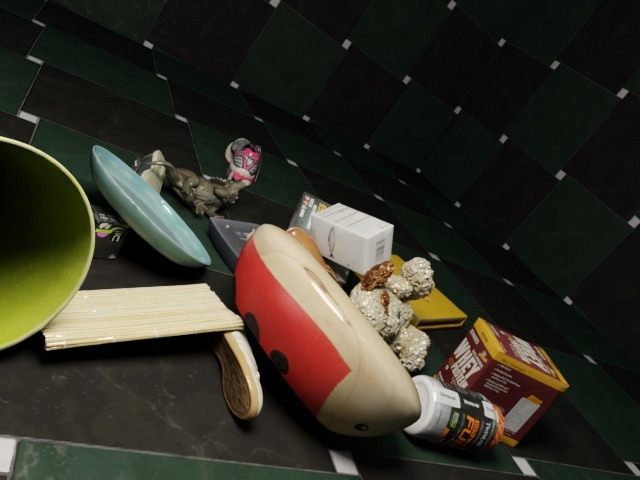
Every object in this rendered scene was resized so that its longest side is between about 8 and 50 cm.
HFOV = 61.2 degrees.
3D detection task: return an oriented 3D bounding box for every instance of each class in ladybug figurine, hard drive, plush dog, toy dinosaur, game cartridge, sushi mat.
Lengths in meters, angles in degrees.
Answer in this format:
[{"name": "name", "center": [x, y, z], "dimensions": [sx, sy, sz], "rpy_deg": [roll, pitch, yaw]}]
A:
[{"name": "ladybug figurine", "center": [-0.015, 0.157, 0.942], "dimensions": [0.449, 0.162, 0.305], "rpy_deg": [49, -6, 28]}, {"name": "hard drive", "center": [-0.149, 0.043, 1.263], "dimensions": [0.172, 0.054, 0.254], "rpy_deg": [7, 31, -48]}, {"name": "plush dog", "center": [0.129, 0.157, 1.212], "dimensions": [0.211, 0.262, 0.225], "rpy_deg": [4, -6, 29]}, {"name": "toy dinosaur", "center": [-0.316, -0.128, 1.380], "dimensions": [0.314, 0.121, 0.160], "rpy_deg": [11, 17, -41]}, {"name": "game cartridge", "center": [0.249, 0.145, 1.621], "dimensions": [0.285, 0.052, 0.324], "rpy_deg": [8, 28, -48]}, {"name": "sushi mat", "center": [-0.285, 0.112, 0.858], "dimensions": [0.317, 0.019, 0.151], "rpy_deg": [1, 21, -43]}]

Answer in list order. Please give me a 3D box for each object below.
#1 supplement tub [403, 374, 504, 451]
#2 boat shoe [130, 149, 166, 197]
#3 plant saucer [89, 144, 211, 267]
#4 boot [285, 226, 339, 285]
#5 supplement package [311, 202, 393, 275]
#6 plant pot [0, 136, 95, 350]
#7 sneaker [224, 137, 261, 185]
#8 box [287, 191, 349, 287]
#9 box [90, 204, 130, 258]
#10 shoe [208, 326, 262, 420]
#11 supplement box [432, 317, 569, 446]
[{"name": "supplement tub", "center": [0.255, 0.339, 1.049], "dimensions": [0.190, 0.117, 0.117], "rpy_deg": [22, 22, -22]}, {"name": "boat shoe", "center": [-0.430, -0.142, 1.300], "dimensions": [0.079, 0.084, 0.233], "rpy_deg": [-9, 33, 1]}, {"name": "plant saucer", "center": [-0.343, -0.056, 1.076], "dimensions": [0.317, 0.044, 0.317], "rpy_deg": [47, -3, 3]}, {"name": "boot", "center": [-0.012, 0.058, 1.265], "dimensions": [0.197, 0.073, 0.152], "rpy_deg": [56, -4, -13]}, {"name": "supplement package", "center": [0.074, -0.006, 1.323], "dimensions": [0.179, 0.105, 0.105], "rpy_deg": [25, 36, 38]}, {"name": "plant pot", "center": [-0.493, -0.034, 0.705], "dimensions": [0.294, 0.274, 0.275], "rpy_deg": [26, 12, 39]}, {"name": "sneaker", "center": [-0.247, -0.286, 1.829], "dimensions": [0.121, 0.112, 0.299], "rpy_deg": [23, 20, -22]}, {"name": "box", "center": [0.000, 0.000, 1.440], "dimensions": [0.183, 0.056, 0.231], "rpy_deg": [27, 48, -11]}, {"name": "box", "center": [-0.398, -0.014, 0.991], "dimensions": [0.062, 0.083, 0.052], "rpy_deg": [8, 31, -49]}, {"name": "shoe", "center": [-0.128, 0.200, 0.881], "dimensions": [0.058, 0.076, 0.219], "rpy_deg": [11, 25, -31]}, {"name": "supplement box", "center": [0.387, 0.312, 1.191], "dimensions": [0.191, 0.194, 0.129], "rpy_deg": [27, 20, -14]}]
